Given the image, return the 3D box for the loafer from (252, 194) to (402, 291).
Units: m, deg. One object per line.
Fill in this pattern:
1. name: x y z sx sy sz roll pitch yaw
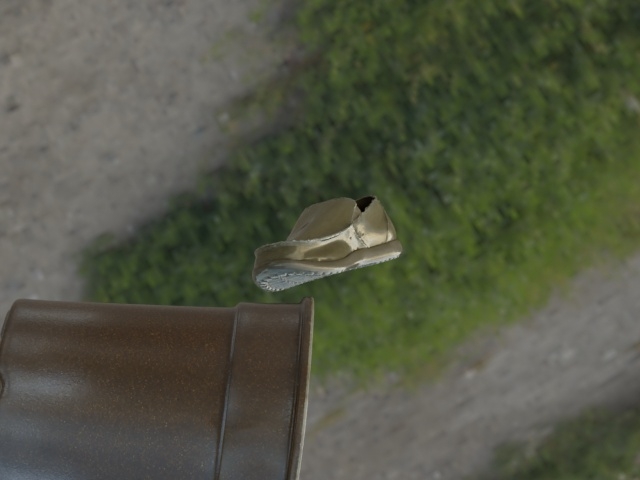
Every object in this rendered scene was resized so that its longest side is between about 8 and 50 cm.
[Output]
1. loafer: 0.000 0.000 1.161 0.056 0.050 0.148 -18 177 31

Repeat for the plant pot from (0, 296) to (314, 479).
1. plant pot: -0.095 0.104 0.963 0.165 0.167 0.167 7 149 -2
